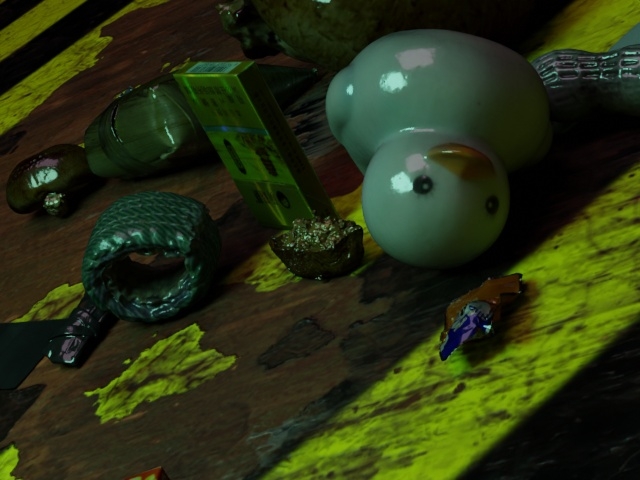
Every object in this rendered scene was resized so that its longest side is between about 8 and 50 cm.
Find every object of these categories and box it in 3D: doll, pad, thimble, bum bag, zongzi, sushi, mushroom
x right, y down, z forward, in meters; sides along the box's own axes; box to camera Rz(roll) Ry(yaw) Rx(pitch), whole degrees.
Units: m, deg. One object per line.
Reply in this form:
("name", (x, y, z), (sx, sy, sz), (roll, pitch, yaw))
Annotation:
("doll", (0.104, -0.071, 1.536), (0.221, 0.221, 0.251), (-39, 3, -16))
("pad", (-0.361, 0.126, 1.856), (0.193, 0.004, 0.116), (-7, 34, 41))
("thimble", (-0.171, 0.018, 1.714), (0.135, 0.118, 0.090), (-7, 35, 11))
("bum bag", (-0.245, 0.085, 1.769), (0.058, 0.034, 0.124), (4, 41, 30))
("zongzi", (-0.153, -0.157, 2.062), (0.242, 0.112, 0.221), (-25, 8, -37))
("sushi", (-0.002, 0.002, 1.623), (0.118, 0.060, 0.061), (-14, 25, 29))
("mushroom", (-0.333, -0.072, 2.123), (0.127, 0.087, 0.127), (-23, 3, 1))
("mushroom", (0.054, -0.274, 1.872), (0.331, 0.334, 0.356), (-26, -29, -57))

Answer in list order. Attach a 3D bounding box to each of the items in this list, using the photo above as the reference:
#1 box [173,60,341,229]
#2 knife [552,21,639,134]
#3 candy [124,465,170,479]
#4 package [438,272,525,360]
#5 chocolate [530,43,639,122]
("box", (-0.064, -0.094, 1.710), (0.030, 0.193, 0.121), (-40, 26, -25))
("knife", (0.343, -0.212, 1.672), (0.331, 0.044, 0.080), (-37, 30, -6))
("candy", (-0.136, 0.240, 1.326), (0.038, 0.062, 0.122), (-21, 26, 18))
("package", (0.130, 0.063, 1.398), (0.077, 0.033, 0.111), (-46, 4, 23))
("chocolate", (0.260, -0.147, 1.581), (0.167, 0.072, 0.072), (-2, 37, 36))
